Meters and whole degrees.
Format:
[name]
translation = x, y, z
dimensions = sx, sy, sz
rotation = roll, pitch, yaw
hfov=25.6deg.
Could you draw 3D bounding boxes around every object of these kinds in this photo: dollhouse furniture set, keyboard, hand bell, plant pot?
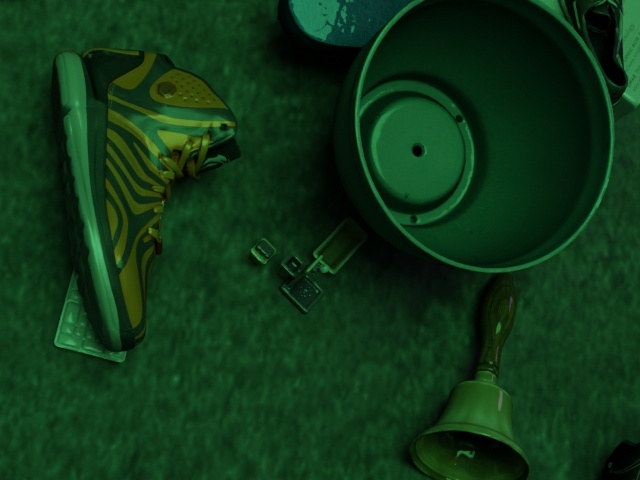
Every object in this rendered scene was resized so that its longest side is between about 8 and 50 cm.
[dollhouse furniture set]
translation = 0.000, 0.000, 1.482
dimensions = 0.091, 0.081, 0.114
rotation = 45, 63, -3
[keyboard]
translation = -0.206, -0.003, 1.441
dimensions = 0.072, 0.014, 0.256
rotation = 18, 67, -15
[hand bell]
translation = 0.179, 0.135, 1.516
dimensions = 0.126, 0.126, 0.242
rotation = 25, 53, -12
[plant pot]
translation = 0.132, -0.105, 1.491
dimensions = 0.293, 0.196, 0.293
rotation = 2, 84, -22

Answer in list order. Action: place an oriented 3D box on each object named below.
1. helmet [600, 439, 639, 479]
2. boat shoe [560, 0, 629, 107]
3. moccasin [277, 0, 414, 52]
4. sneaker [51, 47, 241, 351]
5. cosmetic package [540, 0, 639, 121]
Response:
[helmet]
translation = 0.389, 0.276, 1.501
dimensions = 0.169, 0.161, 0.169
rotation = 7, 71, -20
[boat shoe]
translation = 0.305, -0.240, 1.520
dimensions = 0.075, 0.065, 0.206
rotation = 7, 73, -18
[moccasin]
translation = 0.092, -0.277, 1.595
dimensions = 0.342, 0.117, 0.137
rotation = -20, 94, -30
[sneaker]
translation = -0.160, -0.052, 1.398
dimensions = 0.180, 0.124, 0.321
rotation = -5, 73, -16
[cosmetic package]
translation = 0.290, -0.236, 1.634
dimensions = 0.184, 0.151, 0.151
rotation = 36, 65, -6
